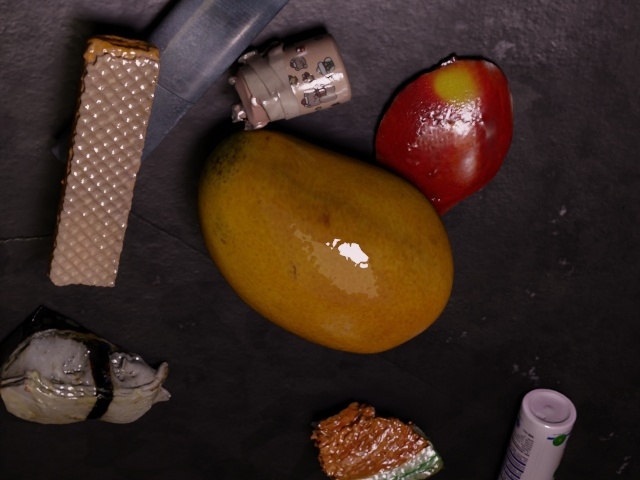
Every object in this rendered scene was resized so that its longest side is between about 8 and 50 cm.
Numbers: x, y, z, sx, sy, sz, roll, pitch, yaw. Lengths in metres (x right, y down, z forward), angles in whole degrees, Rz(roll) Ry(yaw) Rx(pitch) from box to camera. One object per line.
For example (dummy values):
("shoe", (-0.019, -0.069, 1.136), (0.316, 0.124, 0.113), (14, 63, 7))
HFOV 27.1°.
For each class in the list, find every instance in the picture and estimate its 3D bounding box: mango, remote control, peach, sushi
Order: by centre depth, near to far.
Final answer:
("remote control", (-0.181, -0.213, 1.645), (0.107, 0.044, 0.377), (34, 115, -26))
("mango", (0.000, 0.000, 1.748), (0.378, 0.221, 0.264), (35, 119, -21))
("peach", (0.166, -0.115, 1.781), (0.189, 0.068, 0.279), (2, 128, -10))
("sushi", (-0.330, 0.218, 1.915), (0.273, 0.109, 0.134), (28, 119, -30))

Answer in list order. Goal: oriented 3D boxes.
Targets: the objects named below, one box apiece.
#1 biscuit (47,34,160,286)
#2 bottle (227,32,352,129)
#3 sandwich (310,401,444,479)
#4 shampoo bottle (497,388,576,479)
("biscuit", (-0.276, -0.086, 1.663), (0.094, 0.054, 0.378), (7, 126, -16))
("bottle", (-0.045, -0.196, 1.651), (0.152, 0.099, 0.099), (-17, 129, -2))
("sandwich", (0.087, 0.316, 2.092), (0.185, 0.109, 0.160), (-17, 109, 5))
("shampoo bottle", (0.344, 0.384, 2.196), (0.092, 0.092, 0.303), (0, 127, -12))
